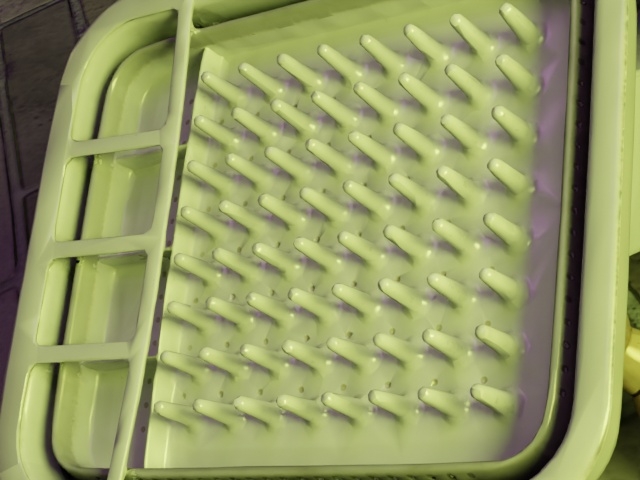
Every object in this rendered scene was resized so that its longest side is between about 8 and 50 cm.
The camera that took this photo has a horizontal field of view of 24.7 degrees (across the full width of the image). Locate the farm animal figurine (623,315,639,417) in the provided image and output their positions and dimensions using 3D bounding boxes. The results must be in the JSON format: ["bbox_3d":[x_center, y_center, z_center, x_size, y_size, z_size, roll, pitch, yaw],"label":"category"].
[{"bbox_3d":[0.087,0.119,0.748,0.330,0.172,0.326,-39,36,-20],"label":"farm animal figurine"}]

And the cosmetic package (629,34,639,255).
[{"bbox_3d":[0.133,-0.073,0.898,0.284,0.097,0.377,7,14,36],"label":"cosmetic package"}]

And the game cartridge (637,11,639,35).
[{"bbox_3d":[0.354,-0.248,1.084,0.062,0.198,0.297,45,66,9],"label":"game cartridge"}]

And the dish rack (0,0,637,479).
[{"bbox_3d":[0.000,0.000,0.678,0.332,0.072,0.286,-8,66,37],"label":"dish rack"}]
